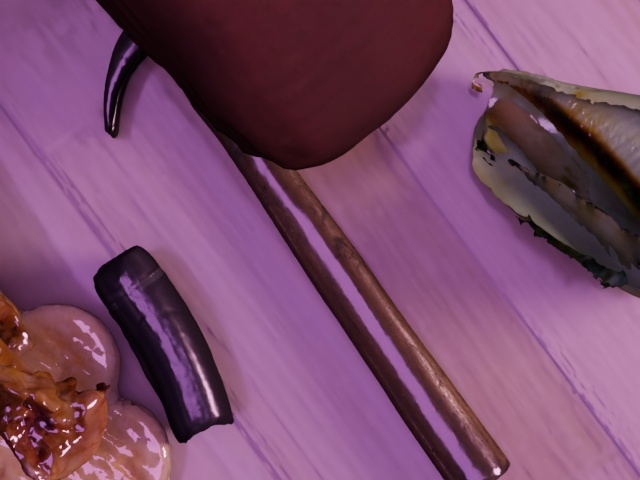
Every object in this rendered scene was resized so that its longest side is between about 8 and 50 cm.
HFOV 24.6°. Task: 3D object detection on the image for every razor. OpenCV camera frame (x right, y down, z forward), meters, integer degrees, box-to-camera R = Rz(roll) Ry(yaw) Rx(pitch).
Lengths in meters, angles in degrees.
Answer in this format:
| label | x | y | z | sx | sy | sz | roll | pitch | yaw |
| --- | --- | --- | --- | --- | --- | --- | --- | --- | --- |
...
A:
| label | x | y | z | sx | sy | sz | roll | pitch | yaw |
| --- | --- | --- | --- | --- | --- | --- | --- | --- | --- |
| razor | -0.113 | 0.077 | 1.078 | 0.054 | 0.090 | 0.148 | -29 | 88 | -7 |

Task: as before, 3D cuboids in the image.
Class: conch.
| label | x | y | z | sx | sy | sz | roll | pitch | yaw |
| --- | --- | --- | --- | --- | --- | --- | --- | --- | --- |
| conch | 0.218 | -0.034 | 1.037 | 0.251 | 0.137 | 0.143 | 13 | 91 | 3 |

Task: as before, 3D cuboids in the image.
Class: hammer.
| label | x | y | z | sx | sy | sz | roll | pitch | yaw |
| --- | --- | --- | --- | --- | --- | --- | --- | --- | --- |
| hammer | 0.000 | 0.000 | 1.095 | 0.168 | 0.044 | 0.440 | -36 | 87 | 1 |

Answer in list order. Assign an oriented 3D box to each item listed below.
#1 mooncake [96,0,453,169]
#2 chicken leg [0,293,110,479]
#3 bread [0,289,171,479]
| label | x | y | z | sx | sy | sz | roll | pitch | yaw |
| --- | --- | --- | --- | --- | --- | --- | --- | --- | --- |
| mooncake | -0.071 | -0.201 | 0.921 | 0.174 | 0.326 | 0.334 | -44 | 85 | -1 |
| chicken leg | -0.331 | 0.050 | 1.025 | 0.409 | 0.182 | 0.295 | 39 | 92 | 14 |
| bread | -0.264 | 0.177 | 1.102 | 0.316 | 0.054 | 0.316 | 0 | 88 | 4 |
